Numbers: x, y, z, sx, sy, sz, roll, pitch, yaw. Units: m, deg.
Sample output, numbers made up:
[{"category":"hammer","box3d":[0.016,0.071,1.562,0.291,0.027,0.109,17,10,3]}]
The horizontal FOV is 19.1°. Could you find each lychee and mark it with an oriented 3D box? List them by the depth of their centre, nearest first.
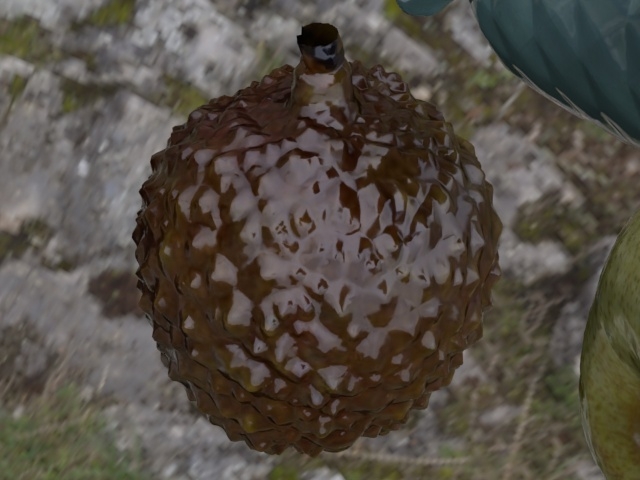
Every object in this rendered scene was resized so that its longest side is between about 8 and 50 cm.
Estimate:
[{"category":"lychee","box3d":[0.000,0.000,0.936,0.200,0.238,0.200,4,35,-3]}]

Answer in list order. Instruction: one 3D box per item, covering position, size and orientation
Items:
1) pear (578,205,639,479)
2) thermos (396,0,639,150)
[{"category":"pear","box3d":[0.158,0.044,0.592,0.136,0.167,0.167,-29,80,-9]},{"category":"thermos","box3d":[0.151,-0.129,0.812,0.182,0.286,0.145,-40,121,-4]}]
